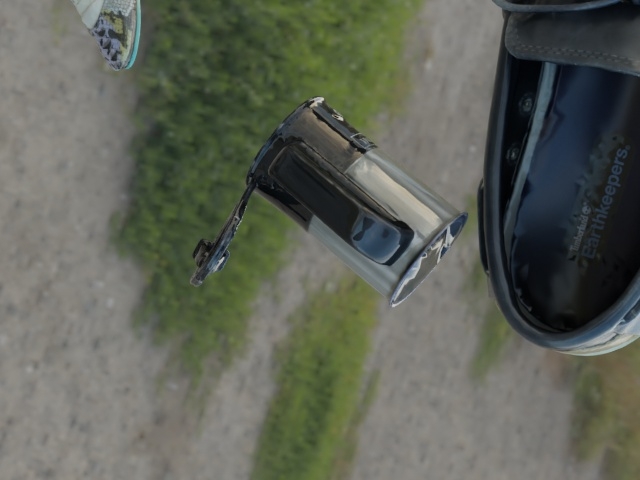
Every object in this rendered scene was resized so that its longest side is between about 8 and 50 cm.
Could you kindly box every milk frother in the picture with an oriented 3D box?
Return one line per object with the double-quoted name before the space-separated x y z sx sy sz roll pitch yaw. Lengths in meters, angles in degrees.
"milk frother" 0.000 0.000 1.075 0.143 0.135 0.129 -57 166 27

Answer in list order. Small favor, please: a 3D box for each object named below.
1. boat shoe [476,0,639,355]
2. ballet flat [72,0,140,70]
"boat shoe" 0.214 -0.150 1.085 0.156 0.187 0.500 -24 127 -70
"ballet flat" -0.115 -0.140 0.824 0.041 0.041 0.114 64 22 -60
